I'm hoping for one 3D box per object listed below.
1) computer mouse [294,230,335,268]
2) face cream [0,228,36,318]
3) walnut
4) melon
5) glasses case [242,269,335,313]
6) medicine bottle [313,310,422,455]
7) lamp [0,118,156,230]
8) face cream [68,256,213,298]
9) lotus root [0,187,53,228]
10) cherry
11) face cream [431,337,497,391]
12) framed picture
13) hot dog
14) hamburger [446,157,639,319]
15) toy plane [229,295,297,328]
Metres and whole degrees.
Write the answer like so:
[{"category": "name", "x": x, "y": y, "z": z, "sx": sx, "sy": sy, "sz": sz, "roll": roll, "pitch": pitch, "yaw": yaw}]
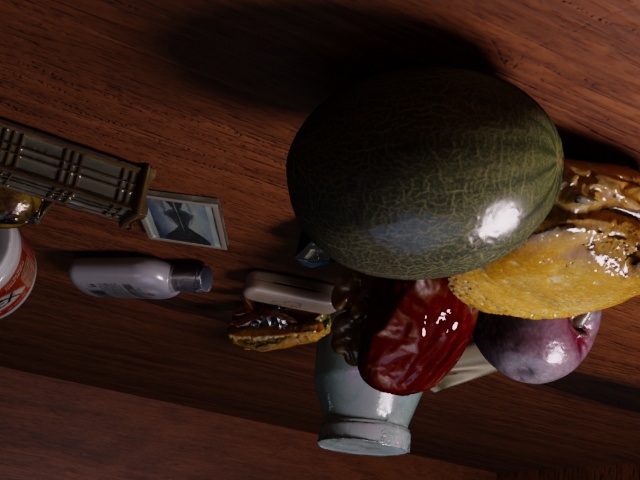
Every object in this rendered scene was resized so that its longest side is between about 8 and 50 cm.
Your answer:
[{"category": "computer mouse", "x": 0.000, "y": 0.000, "z": 1.473, "sx": 0.079, "sy": 0.047, "sz": 0.135, "roll": 3, "pitch": 150, "yaw": -22}, {"category": "face cream", "x": -0.629, "y": 0.032, "z": 1.564, "sx": 0.200, "sy": 0.201, "sz": 0.187, "roll": 8, "pitch": 159, "yaw": -1}, {"category": "walnut", "x": 0.134, "y": 0.136, "z": 1.479, "sx": 0.243, "sy": 0.269, "sz": 0.222, "roll": 17, "pitch": -171, "yaw": -11}, {"category": "melon", "x": 0.115, "y": -0.076, "z": 0.973, "sx": 0.301, "sy": 0.238, "sz": 0.237, "roll": -5, "pitch": 156, "yaw": 20}, {"category": "glasses case", "x": -0.057, "y": 0.105, "z": 1.754, "sx": 0.196, "sy": 0.050, "sz": 0.083, "roll": 11, "pitch": 161, "yaw": -9}, {"category": "medicine bottle", "x": 0.101, "y": 0.302, "z": 1.871, "sx": 0.244, "sy": 0.290, "sz": 0.245, "roll": 6, "pitch": 159, "yaw": 3}, {"category": "lamp", "x": -0.413, "y": -0.108, "z": 1.285, "sx": 0.325, "sy": 0.089, "sz": 0.090, "roll": 19, "pitch": 156, "yaw": -25}, {"category": "face cream", "x": -0.357, "y": 0.076, "z": 1.757, "sx": 0.291, "sy": 0.071, "sz": 0.144, "roll": 0, "pitch": 159, "yaw": 23}, {"category": "lotus root", "x": -0.526, "y": -0.079, "z": 1.372, "sx": 0.209, "sy": 0.120, "sz": 0.120, "roll": 15, "pitch": 158, "yaw": -14}, {"category": "cherry", "x": 0.365, "y": 0.136, "z": 1.475, "sx": 0.266, "sy": 0.213, "sz": 0.184, "roll": -11, "pitch": 119, "yaw": 56}, {"category": "face cream", "x": 0.337, "y": 0.222, "z": 1.729, "sx": 0.341, "sy": 0.084, "sz": 0.137, "roll": -27, "pitch": 141, "yaw": 26}, {"category": "framed picture", "x": -0.240, "y": -0.035, "z": 1.510, "sx": 0.150, "sy": 0.015, "sz": 0.203, "roll": 8, "pitch": 159, "yaw": 1}, {"category": "hot dog", "x": -0.090, "y": 0.183, "z": 1.876, "sx": 0.268, "sy": 0.115, "sz": 0.072, "roll": -4, "pitch": 136, "yaw": 36}, {"category": "hamburger", "x": 0.312, "y": -0.007, "z": 1.173, "sx": 0.289, "sy": 0.170, "sz": 0.314, "roll": 11, "pitch": 158, "yaw": -17}, {"category": "toy plane", "x": -0.103, "y": 0.156, "z": 1.796, "sx": 0.188, "sy": 0.135, "sz": 0.062, "roll": 24, "pitch": 133, "yaw": 46}]
